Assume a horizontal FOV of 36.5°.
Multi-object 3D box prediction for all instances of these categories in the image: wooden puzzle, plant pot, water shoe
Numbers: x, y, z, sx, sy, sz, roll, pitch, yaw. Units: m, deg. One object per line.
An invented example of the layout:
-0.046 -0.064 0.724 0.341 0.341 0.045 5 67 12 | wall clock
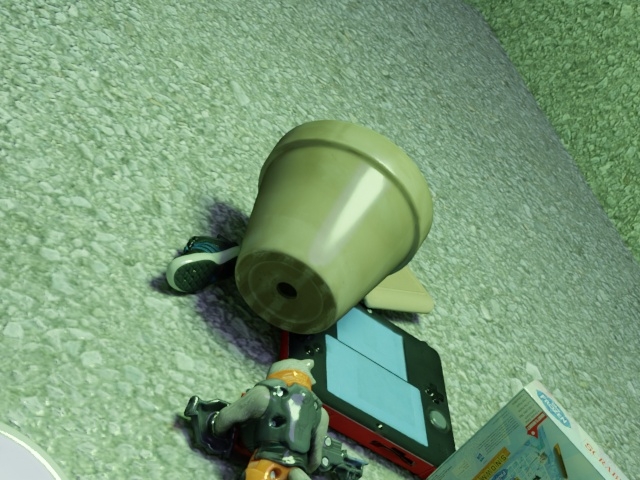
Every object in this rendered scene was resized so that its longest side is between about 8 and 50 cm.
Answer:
0.109 0.053 2.013 0.221 0.044 0.239 10 41 -46 | wooden puzzle
0.000 0.000 1.669 0.323 0.323 0.280 41 47 -10 | plant pot
-0.209 0.035 1.648 0.080 0.073 0.203 35 20 23 | water shoe

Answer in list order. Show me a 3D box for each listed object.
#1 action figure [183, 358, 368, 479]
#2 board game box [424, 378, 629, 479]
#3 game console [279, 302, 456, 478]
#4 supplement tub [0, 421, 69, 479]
-0.019 0.326 1.428 0.341 0.178 0.330 19 49 -35 | action figure
0.342 0.444 1.552 0.318 0.319 0.066 50 30 18 | board game box
0.088 0.235 1.774 0.386 0.060 0.342 33 33 -22 | game console
-0.376 0.321 0.828 0.241 0.331 0.241 31 34 -24 | supplement tub
